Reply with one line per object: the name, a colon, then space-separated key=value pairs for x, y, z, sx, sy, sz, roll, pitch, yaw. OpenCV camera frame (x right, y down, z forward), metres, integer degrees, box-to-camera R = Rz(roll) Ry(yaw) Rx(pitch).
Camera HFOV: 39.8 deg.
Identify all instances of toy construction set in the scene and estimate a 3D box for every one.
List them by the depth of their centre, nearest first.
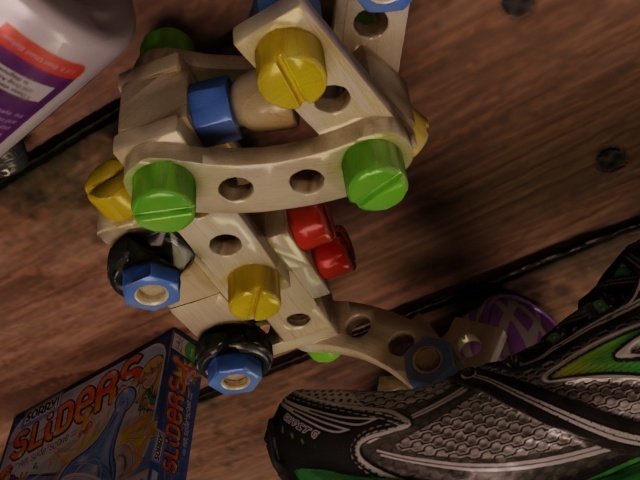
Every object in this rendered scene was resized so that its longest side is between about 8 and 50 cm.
toy construction set: x=0.000 y=0.000 z=0.495 sx=0.215 sy=0.151 sz=0.327 roll=-19 pitch=125 yaw=12

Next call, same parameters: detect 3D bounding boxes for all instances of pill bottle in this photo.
pill bottle: x=-0.192 y=-0.080 z=0.424 sx=0.193 sy=0.108 sz=0.108 roll=-34 pitch=125 yaw=21

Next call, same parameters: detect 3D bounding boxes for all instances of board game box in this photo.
board game box: x=-0.176 y=0.165 z=0.667 sx=0.201 sy=0.136 sz=0.035 roll=-30 pitch=127 yaw=28

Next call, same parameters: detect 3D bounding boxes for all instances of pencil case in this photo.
pencil case: x=0.094 y=0.125 z=0.646 sx=0.086 sy=0.088 sz=0.206 roll=22 pitch=131 yaw=-16

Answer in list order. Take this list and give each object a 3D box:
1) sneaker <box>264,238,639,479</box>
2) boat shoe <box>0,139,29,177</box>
sneaker: x=0.143 y=0.063 z=0.418 sx=0.344 sy=0.146 sz=0.134 roll=-9 pitch=177 yaw=-2
boat shoe: x=-0.242 y=-0.044 z=0.523 sx=0.142 sy=0.049 sz=0.040 roll=-12 pitch=134 yaw=12
